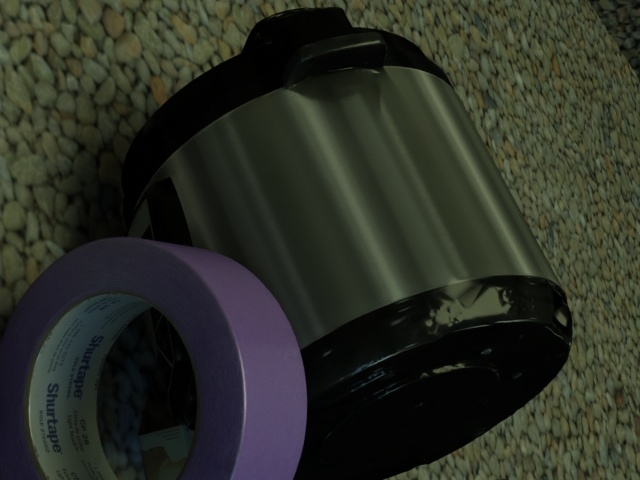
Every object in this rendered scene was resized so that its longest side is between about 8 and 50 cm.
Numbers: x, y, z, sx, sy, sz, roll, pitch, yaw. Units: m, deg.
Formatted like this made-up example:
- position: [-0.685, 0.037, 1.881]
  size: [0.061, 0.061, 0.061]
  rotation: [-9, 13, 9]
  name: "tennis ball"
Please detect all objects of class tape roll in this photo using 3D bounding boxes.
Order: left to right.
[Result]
- position: [-0.148, 0.137, 1.142]
  size: [0.090, 0.275, 0.274]
  rotation: [10, 67, -55]
  name: "tape roll"

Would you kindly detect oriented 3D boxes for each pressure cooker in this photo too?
- position: [0.005, 0.000, 1.346]
  size: [0.375, 0.370, 0.420]
  rotation: [19, 42, -55]
  name: "pressure cooker"

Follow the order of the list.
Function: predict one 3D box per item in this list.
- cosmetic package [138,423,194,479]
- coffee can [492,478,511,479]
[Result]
- position: [-0.133, 0.237, 1.327]
  size: [0.041, 0.060, 0.115]
  rotation: [3, 71, -56]
  name: "cosmetic package"
- position: [0.083, 0.365, 1.397]
  size: [0.201, 0.275, 0.201]
  rotation: [33, 48, -47]
  name: "coffee can"
